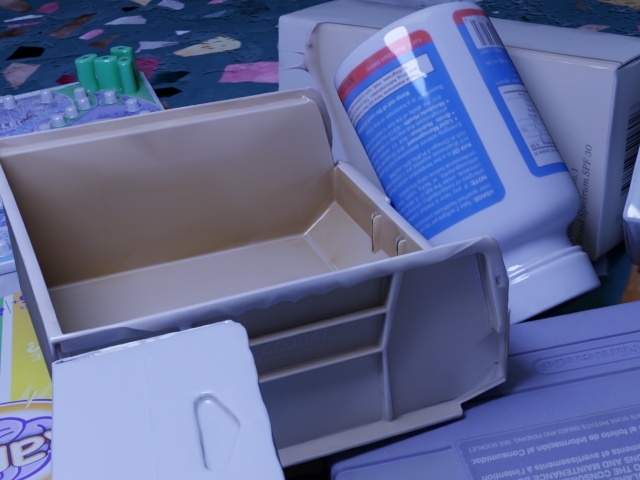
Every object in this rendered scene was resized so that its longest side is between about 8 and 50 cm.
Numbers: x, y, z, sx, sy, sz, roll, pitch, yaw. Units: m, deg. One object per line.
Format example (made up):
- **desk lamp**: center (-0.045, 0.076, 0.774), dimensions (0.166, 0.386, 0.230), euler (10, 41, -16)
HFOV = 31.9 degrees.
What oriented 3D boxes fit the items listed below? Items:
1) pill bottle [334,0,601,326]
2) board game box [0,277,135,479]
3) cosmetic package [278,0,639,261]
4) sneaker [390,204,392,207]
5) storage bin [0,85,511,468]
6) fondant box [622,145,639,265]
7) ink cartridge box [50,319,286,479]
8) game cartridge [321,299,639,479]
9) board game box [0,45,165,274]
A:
- **pill bottle**: center (0.108, -0.046, 0.798), dimensions (0.124, 0.221, 0.124), euler (-23, -11, -5)
- **board game box**: center (-0.198, 0.145, 0.688), dimensions (0.242, 0.064, 0.316), euler (-19, 32, -19)
- **cosmetic package**: center (0.118, -0.104, 0.944), dimensions (0.309, 0.160, 0.113), euler (14, 26, 33)
- **sneaker**: center (0.000, 0.000, 0.916), dimensions (0.162, 0.063, 0.073), euler (-2, -7, 28)
- **storage bin**: center (-0.054, 0.016, 0.701), dimensions (0.260, 0.123, 0.262), euler (-13, 30, -18)
- **fondant box**: center (0.406, -0.076, 0.791), dimensions (0.330, 0.096, 0.238), euler (11, 70, 23)
- **ink cartridge box**: center (-0.047, 0.165, 0.478), dimensions (0.093, 0.212, 0.154), euler (-11, 31, -8)
- **game cartridge**: center (0.181, 0.124, 0.658), dimensions (0.355, 0.068, 0.230), euler (-10, 34, -5)
- **board game box**: center (-0.335, -0.080, 1.114), dimensions (0.390, 0.050, 0.390), euler (-15, 31, -13)
